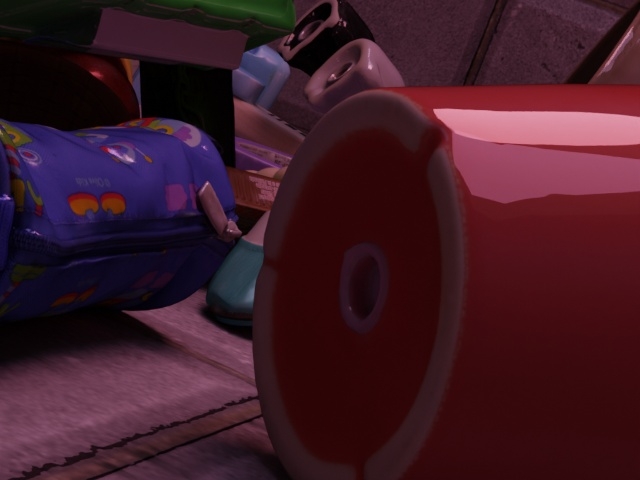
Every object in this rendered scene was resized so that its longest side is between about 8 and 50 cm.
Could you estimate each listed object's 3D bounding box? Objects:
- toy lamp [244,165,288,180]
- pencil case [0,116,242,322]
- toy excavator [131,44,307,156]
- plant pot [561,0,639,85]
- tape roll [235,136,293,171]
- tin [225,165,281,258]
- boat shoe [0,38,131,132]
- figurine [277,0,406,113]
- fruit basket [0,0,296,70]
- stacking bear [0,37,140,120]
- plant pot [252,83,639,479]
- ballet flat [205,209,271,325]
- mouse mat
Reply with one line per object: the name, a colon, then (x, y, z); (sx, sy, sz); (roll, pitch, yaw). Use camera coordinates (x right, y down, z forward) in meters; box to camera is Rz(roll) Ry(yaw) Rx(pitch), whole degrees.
toy lamp: (-0.008, -0.050, 1.353); (0.275, 0.080, 0.080); (-1, -10, 41)
pencil case: (-0.144, -0.013, 0.873); (0.133, 0.119, 0.306); (7, 3, 19)
toy excavator: (-0.099, -0.151, 1.841); (0.445, 0.222, 0.433); (29, 7, -11)
plant pot: (0.257, 0.021, 1.269); (0.280, 0.323, 0.323); (39, 8, 1)
tape roll: (-0.033, -0.033, 1.542); (0.189, 0.080, 0.189); (22, 6, -3)
tin: (-0.072, -0.016, 1.231); (0.106, 0.040, 0.190); (-19, -20, 35)
boat shoe: (-0.287, -0.099, 1.138); (0.342, 0.123, 0.123); (5, 18, -45)
figurine: (0.072, -0.136, 1.718); (0.209, 0.092, 0.215); (42, 11, -27)
fruit basket: (-0.193, -0.199, 1.186); (0.353, 0.165, 0.327); (-2, -4, 45)
stacking bear: (-0.233, -0.129, 1.404); (0.175, 0.164, 0.289); (18, 13, -26)
plant pot: (0.116, 0.038, 0.796); (0.243, 0.275, 0.275); (8, 13, -28)
ballet flat: (0.000, 0.000, 1.172); (0.083, 0.087, 0.247); (13, 14, 30)
mouse mat: (-0.111, -0.088, 1.346); (0.007, 0.189, 0.153); (-16, 28, -31)
